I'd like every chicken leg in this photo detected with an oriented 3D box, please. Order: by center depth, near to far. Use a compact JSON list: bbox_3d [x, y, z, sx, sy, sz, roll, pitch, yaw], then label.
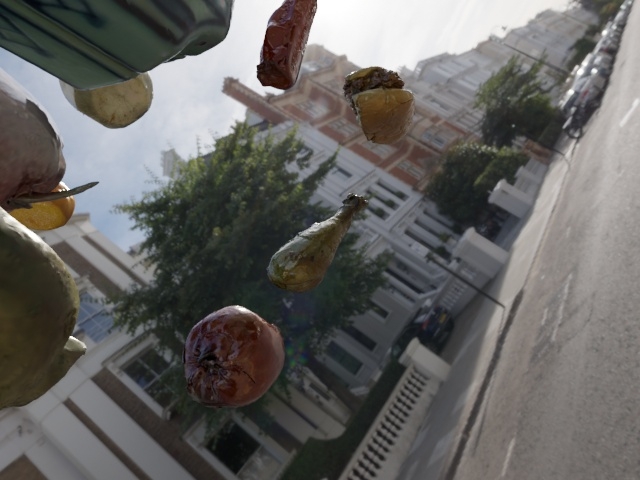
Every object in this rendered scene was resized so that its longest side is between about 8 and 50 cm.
[{"bbox_3d":[0.000,0.000,0.622,0.178,0.070,0.093,-49,5,-19],"label":"chicken leg"}]

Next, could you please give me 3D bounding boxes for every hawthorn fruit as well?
[{"bbox_3d":[-0.119,0.169,0.678,0.148,0.148,0.172,-58,-22,12],"label":"hawthorn fruit"}]

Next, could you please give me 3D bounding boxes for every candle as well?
[{"bbox_3d":[-0.025,-0.230,0.473,0.048,0.053,0.162,-13,55,48],"label":"candle"}]

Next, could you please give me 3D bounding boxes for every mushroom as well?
[{"bbox_3d":[-0.362,0.087,0.400,0.217,0.211,0.292,-69,-37,-50],"label":"mushroom"}]

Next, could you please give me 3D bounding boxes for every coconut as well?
[{"bbox_3d":[-0.418,-0.308,0.887,0.161,0.162,0.161,-27,-37,-23],"label":"coconut"}]

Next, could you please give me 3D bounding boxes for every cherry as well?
[{"bbox_3d":[-0.602,-0.178,0.760,0.291,0.335,0.326,-29,-11,10],"label":"cherry"}]

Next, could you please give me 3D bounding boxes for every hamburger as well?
[{"bbox_3d":[0.167,-0.370,1.244,0.282,0.155,0.245,-10,-15,-30],"label":"hamburger"}]

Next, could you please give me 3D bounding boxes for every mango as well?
[{"bbox_3d":[-0.707,-0.100,1.100,0.102,0.217,0.141,-88,1,-52],"label":"mango"}]

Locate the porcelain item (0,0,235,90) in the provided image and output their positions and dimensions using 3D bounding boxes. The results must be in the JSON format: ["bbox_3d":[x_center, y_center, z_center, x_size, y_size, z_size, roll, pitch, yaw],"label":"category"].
[{"bbox_3d":[-0.184,-0.284,0.321,0.281,0.157,0.286,27,-114,-55],"label":"porcelain item"}]
